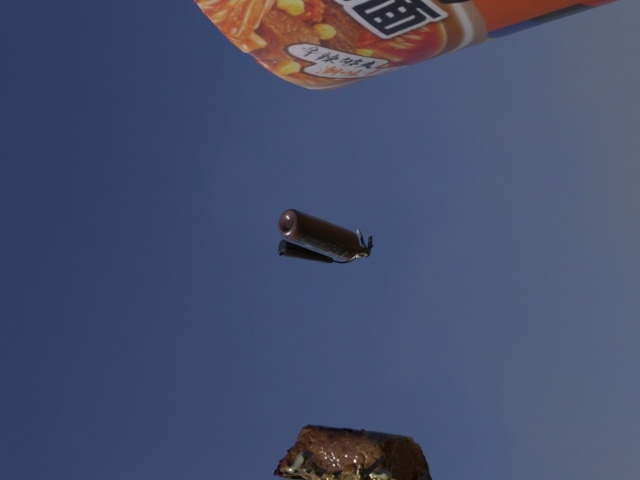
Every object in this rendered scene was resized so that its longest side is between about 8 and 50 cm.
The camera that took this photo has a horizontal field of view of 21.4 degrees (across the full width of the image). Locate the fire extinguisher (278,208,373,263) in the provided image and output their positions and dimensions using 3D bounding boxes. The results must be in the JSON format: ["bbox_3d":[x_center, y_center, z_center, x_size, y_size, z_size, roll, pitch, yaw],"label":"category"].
[{"bbox_3d":[0.001,0.005,1.338,0.100,0.032,0.046,22,-67,-43],"label":"fire extinguisher"}]

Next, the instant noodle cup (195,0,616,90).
[{"bbox_3d":[0.048,-0.180,0.640,0.250,0.192,0.250,39,-140,-41],"label":"instant noodle cup"}]

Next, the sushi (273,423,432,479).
[{"bbox_3d":[0.026,0.161,1.180,0.061,0.118,0.060,27,-112,-53],"label":"sushi"}]
